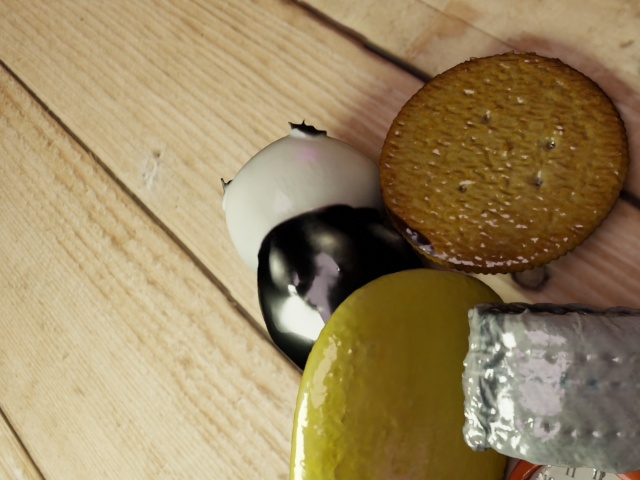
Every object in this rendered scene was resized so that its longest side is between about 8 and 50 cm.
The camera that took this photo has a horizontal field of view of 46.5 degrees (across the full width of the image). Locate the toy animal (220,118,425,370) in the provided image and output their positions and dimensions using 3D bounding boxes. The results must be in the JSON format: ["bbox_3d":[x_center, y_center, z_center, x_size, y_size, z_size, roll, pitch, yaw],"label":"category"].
[{"bbox_3d":[0.000,0.000,1.020,0.251,0.251,0.310,-40,72,28],"label":"toy animal"}]

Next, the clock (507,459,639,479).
[{"bbox_3d":[0.310,0.332,0.867,0.205,0.051,0.205,-4,84,38],"label":"clock"}]

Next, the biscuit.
[{"bbox_3d":[0.219,-0.099,0.920,0.305,0.038,0.305,-8,67,19],"label":"biscuit"}]

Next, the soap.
[{"bbox_3d":[0.106,0.244,0.884,0.115,0.306,0.427,-154,68,-66],"label":"soap"}]

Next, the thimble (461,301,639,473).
[{"bbox_3d":[0.275,0.146,0.791,0.217,0.245,0.157,169,102,-73],"label":"thimble"}]
